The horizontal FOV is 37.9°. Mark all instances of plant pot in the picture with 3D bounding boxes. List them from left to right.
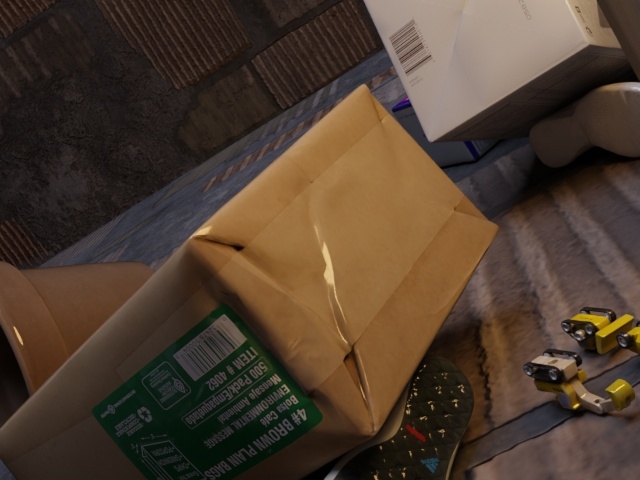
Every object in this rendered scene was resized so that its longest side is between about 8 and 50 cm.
[{"bbox_3d":[-0.305,0.132,1.165,0.229,0.263,0.263,-20,3,-36],"label":"plant pot"}]

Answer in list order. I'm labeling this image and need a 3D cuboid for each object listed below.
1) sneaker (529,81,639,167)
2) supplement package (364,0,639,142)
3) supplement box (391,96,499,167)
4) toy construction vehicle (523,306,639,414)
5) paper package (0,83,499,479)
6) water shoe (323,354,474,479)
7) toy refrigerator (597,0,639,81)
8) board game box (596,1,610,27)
[{"bbox_3d":[0.309,-0.134,0.965,0.094,0.080,0.212,-33,11,-20],"label":"sneaker"},{"bbox_3d":[0.220,-0.239,1.016,0.198,0.199,0.263,-31,-13,37],"label":"supplement package"},{"bbox_3d":[0.229,-0.209,1.314,0.220,0.114,0.111,-41,15,-22],"label":"supplement box"},{"bbox_3d":[0.186,0.079,0.613,0.086,0.035,0.098,-28,13,-26],"label":"toy construction vehicle"},{"bbox_3d":[-0.058,0.074,0.740,0.325,0.168,0.309,-40,6,37],"label":"paper package"},{"bbox_3d":[0.041,0.160,0.615,0.203,0.073,0.080,-44,-6,-46],"label":"water shoe"},{"bbox_3d":[0.238,-0.062,0.468,0.102,0.269,0.094,-30,14,12],"label":"toy refrigerator"},{"bbox_3d":[0.388,-0.264,0.634,0.319,0.066,0.318,8,52,31],"label":"board game box"}]
